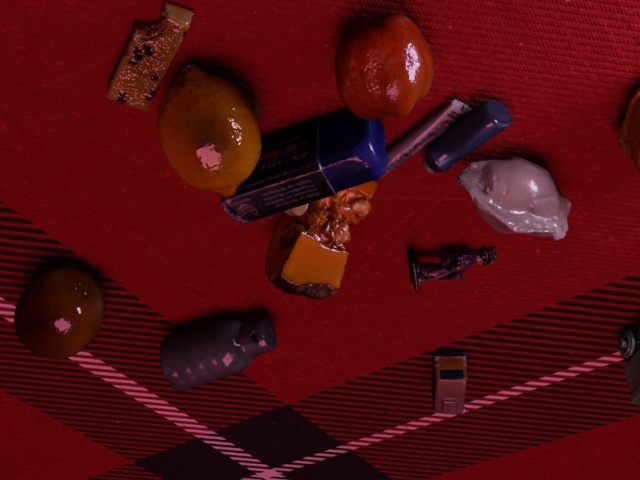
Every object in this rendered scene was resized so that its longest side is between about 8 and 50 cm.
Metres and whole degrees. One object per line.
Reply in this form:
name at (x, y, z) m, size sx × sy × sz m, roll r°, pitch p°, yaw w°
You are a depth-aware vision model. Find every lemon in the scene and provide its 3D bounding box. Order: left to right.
lemon at (-0.204, -0.198, 1.655) m, size 0.188 × 0.188 × 0.256 m, roll -14°, pitch 107°, yaw 16°

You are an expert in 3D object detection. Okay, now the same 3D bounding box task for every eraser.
eraser at (-0.039, -0.144, 1.744) m, size 0.332 × 0.155 × 0.101 m, roll -18°, pitch 134°, yaw 20°

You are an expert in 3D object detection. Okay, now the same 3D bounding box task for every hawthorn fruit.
hawthorn fruit at (0.109, -0.301, 1.556) m, size 0.189 × 0.189 × 0.189 m, roll 1°, pitch 138°, yaw 0°

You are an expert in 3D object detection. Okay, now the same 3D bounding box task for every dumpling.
dumpling at (0.388, -0.074, 1.788) m, size 0.258 × 0.193 × 0.147 m, roll 17°, pitch 132°, yaw -13°

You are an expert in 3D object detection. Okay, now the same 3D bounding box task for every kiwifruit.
kiwifruit at (-0.608, 0.172, 2.088) m, size 0.196 × 0.196 × 0.234 m, roll 27°, pitch 137°, yaw -27°

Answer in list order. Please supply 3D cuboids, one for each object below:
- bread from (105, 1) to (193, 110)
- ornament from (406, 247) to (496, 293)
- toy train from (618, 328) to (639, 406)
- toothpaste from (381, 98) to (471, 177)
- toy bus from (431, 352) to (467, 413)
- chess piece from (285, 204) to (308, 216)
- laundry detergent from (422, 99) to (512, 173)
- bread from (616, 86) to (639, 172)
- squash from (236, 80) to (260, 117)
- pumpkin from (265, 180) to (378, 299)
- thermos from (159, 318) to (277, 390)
bread at (-0.310, -0.332, 1.616) m, size 0.088 × 0.049 × 0.226 m, roll 19°, pitch 135°, yaw -19°
ornament at (0.297, 0.062, 2.026) m, size 0.203 × 0.088 × 0.081 m, roll -5°, pitch 116°, yaw -6°
toy train at (0.822, 0.256, 2.148) m, size 0.120 × 0.202 × 0.300 m, roll 6°, pitch 138°, yaw -13°
toothpaste at (0.190, -0.198, 1.767) m, size 0.062 × 0.039 × 0.239 m, roll 21°, pitch 135°, yaw -41°
toy bus at (0.339, 0.380, 2.367) m, size 0.091 × 0.103 × 0.182 m, roll -1°, pitch 139°, yaw 3°
chess piece at (-0.105, -0.080, 1.858) m, size 0.172 × 0.060 × 0.060 m, roll 4°, pitch 148°, yaw 41°
laundry detergent at (0.271, -0.191, 1.746) m, size 0.206 × 0.061 × 0.097 m, roll -37°, pitch 170°, yaw 38°
bread at (0.689, -0.211, 1.666) m, size 0.269 × 0.145 × 0.268 m, roll 1°, pitch 135°, yaw 1°
squash at (-0.136, -0.265, 1.706) m, size 0.027 × 0.027 × 0.089 m, roll -10°, pitch 136°, yaw 12°
pumpkin at (-0.001, 0.000, 1.880) m, size 0.139 × 0.190 × 0.280 m, roll 21°, pitch 134°, yaw -20°
thermos at (-0.240, 0.272, 2.237) m, size 0.287 × 0.144 × 0.182 m, roll -18°, pitch 167°, yaw 18°
